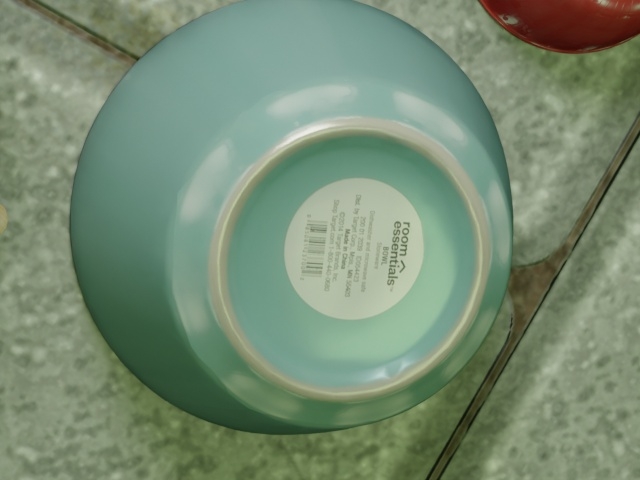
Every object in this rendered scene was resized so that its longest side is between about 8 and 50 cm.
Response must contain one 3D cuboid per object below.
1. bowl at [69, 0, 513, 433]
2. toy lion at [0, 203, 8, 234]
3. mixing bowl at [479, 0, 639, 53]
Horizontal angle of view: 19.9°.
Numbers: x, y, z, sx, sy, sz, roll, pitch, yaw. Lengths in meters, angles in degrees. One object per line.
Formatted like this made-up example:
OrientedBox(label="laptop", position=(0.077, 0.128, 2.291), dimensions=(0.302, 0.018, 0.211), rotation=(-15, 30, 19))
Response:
OrientedBox(label="bowl", position=(0.000, 0.000, 1.189), dimensions=(0.311, 0.163, 0.312), rotation=(-3, 102, -13))
OrientedBox(label="toy lion", position=(-0.251, -0.022, 1.163), dimensions=(0.096, 0.034, 0.100), rotation=(-31, 110, -47))
OrientedBox(label="mixing bowl", position=(0.191, -0.211, 1.228), dimensions=(0.181, 0.098, 0.181), rotation=(-3, 102, -13))
